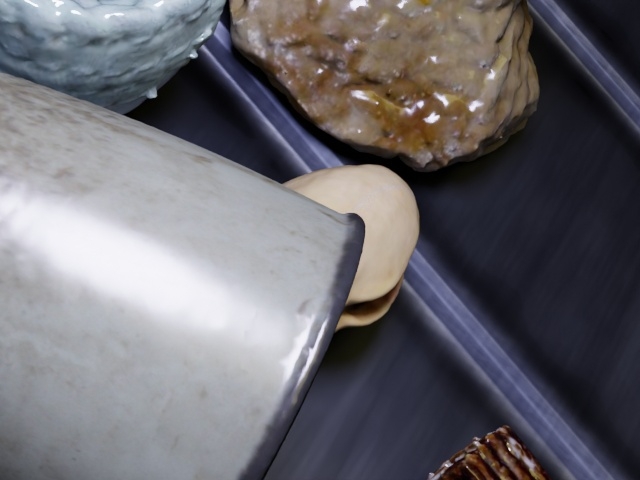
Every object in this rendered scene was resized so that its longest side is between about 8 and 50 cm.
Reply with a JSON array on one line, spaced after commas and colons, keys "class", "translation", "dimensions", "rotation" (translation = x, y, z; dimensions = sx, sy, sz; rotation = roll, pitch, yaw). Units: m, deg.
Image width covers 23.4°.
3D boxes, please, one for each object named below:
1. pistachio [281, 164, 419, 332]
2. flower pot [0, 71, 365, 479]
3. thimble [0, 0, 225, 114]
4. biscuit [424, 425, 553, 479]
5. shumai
[{"class": "pistachio", "translation": [0.000, 0.000, 1.209], "dimensions": [0.145, 0.117, 0.200], "rotation": [27, 42, 12]}, {"class": "flower pot", "translation": [-0.177, 0.039, 0.961], "dimensions": [0.330, 0.293, 0.294], "rotation": [29, 50, -8]}, {"class": "thimble", "translation": [-0.201, -0.199, 1.178], "dimensions": [0.250, 0.172, 0.205], "rotation": [20, 57, -17]}, {"class": "biscuit", "translation": [0.168, 0.265, 1.151], "dimensions": [0.070, 0.106, 0.252], "rotation": [-32, 82, -43]}, {"class": "shumai", "translation": [0.098, -0.223, 1.318], "dimensions": [0.314, 0.262, 0.267], "rotation": [4, 59, -28]}]
